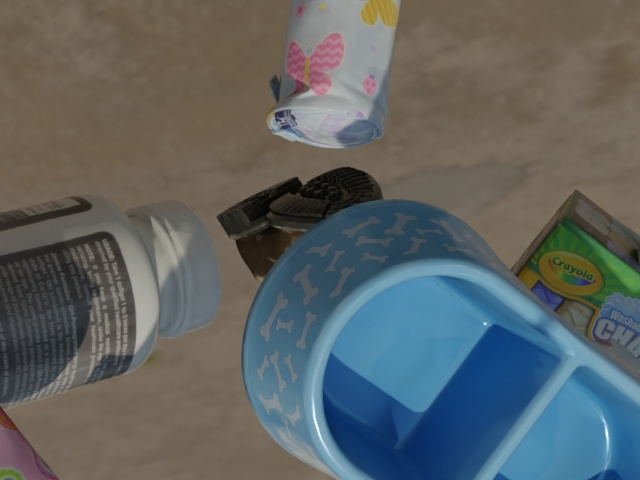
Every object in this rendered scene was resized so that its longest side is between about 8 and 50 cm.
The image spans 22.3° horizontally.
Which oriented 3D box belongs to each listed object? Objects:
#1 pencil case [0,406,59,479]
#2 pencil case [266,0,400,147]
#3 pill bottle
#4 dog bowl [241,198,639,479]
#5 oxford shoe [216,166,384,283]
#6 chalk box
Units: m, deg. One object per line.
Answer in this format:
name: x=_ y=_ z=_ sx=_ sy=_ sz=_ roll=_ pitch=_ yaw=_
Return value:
pencil case: x=-0.296 y=0.162 z=1.237 sx=0.124 sy=0.284 sz=0.124 roll=-37 pitch=-177 yaw=2
pencil case: x=0.019 y=-0.225 z=1.573 sx=0.113 sy=0.273 sz=0.124 roll=16 pitch=166 yaw=-34
pill bottle: x=-0.259 y=0.056 z=1.496 sx=0.318 sy=0.176 sz=0.176 roll=-15 pitch=168 yaw=-32
dog bowl: x=0.095 y=0.102 z=0.921 sx=0.297 sy=0.166 sz=0.074 roll=37 pitch=-179 yaw=-24
oxford shoe: x=0.000 y=0.000 z=1.247 sx=0.082 sy=0.096 sz=0.227 roll=-28 pitch=-173 yaw=-19
chalk box: x=0.255 y=0.077 z=1.528 sx=0.289 sy=0.179 sz=0.180 roll=-52 pitch=177 yaw=16
